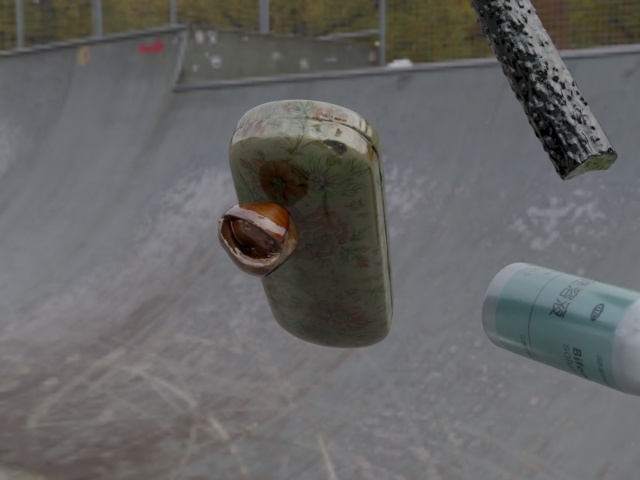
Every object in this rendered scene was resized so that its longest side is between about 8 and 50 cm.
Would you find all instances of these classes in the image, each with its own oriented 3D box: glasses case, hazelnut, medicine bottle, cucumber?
[{"bbox_3d":[0.000,0.000,1.110,0.156,0.098,0.425,7,-33,12],"label":"glasses case"},{"bbox_3d":[-0.063,-0.004,0.958,0.086,0.086,0.086,-1,6,0],"label":"hazelnut"},{"bbox_3d":[0.331,0.108,1.053,0.110,0.110,0.351,-5,12,-34],"label":"medicine bottle"},{"bbox_3d":[0.242,-0.206,1.119,0.072,0.300,0.072,-26,-5,-2],"label":"cucumber"}]
